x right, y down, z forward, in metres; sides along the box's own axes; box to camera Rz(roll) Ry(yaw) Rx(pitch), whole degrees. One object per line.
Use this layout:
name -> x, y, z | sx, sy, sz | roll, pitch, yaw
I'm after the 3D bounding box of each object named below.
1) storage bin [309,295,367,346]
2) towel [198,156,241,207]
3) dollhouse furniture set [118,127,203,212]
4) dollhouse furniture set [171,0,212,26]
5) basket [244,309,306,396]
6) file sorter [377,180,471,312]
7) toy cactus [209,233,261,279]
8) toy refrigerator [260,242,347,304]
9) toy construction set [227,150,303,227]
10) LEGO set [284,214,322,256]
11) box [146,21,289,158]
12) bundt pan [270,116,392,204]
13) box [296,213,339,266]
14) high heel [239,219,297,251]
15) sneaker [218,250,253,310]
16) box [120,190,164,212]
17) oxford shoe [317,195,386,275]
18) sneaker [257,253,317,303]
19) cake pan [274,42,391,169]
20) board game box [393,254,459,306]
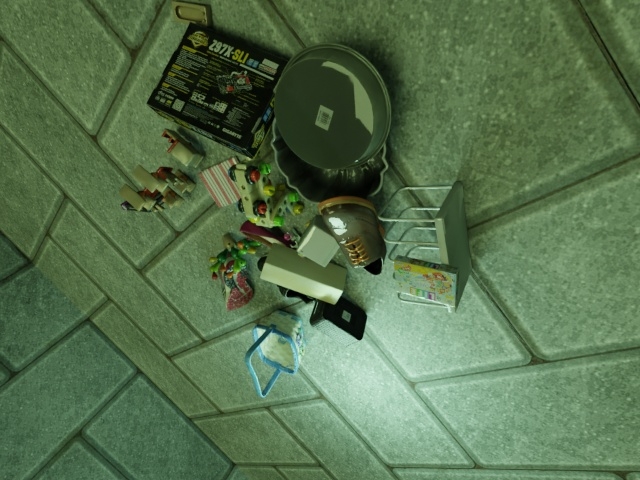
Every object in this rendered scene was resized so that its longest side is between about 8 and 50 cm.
storage bin -> 0.065, 0.275, 1.429 | 0.180, 0.122, 0.084 | 35, 136, -15
towel -> -0.321, -0.200, 1.404 | 0.197, 0.029, 0.144 | -13, 115, 35
dollhouse furniture set -> -0.529, -0.230, 1.374 | 0.135, 0.262, 0.259 | 40, 101, 2
dollhouse furniture set -> -0.380, -0.634, 1.043 | 0.144, 0.123, 0.151 | 20, 131, 19
basket -> -0.183, 0.434, 1.607 | 0.201, 0.289, 0.254 | 16, 133, 28
file sorter -> 0.281, 0.014, 1.074 | 0.173, 0.193, 0.277 | 2, 124, 34
toy cactus -> -0.328, 0.035, 1.498 | 0.180, 0.219, 0.112 | 50, 180, 43
toy refrigerator -> -0.056, 0.114, 1.370 | 0.269, 0.102, 0.094 | 20, 134, -5
toy construction set -> -0.168, -0.176, 1.193 | 0.151, 0.215, 0.327 | -2, 121, 36
LEGO set -> -0.013, -0.038, 1.274 | 0.132, 0.107, 0.287 | 42, 134, -2
box -> -0.261, -0.397, 1.075 | 0.322, 0.257, 0.079 | 26, 176, 12
bundt pan -> 0.041, -0.250, 1.071 | 0.331, 0.124, 0.331 | 17, 131, 21
box -> 0.000, 0.000, 1.190 | 0.102, 0.087, 0.101 | 31, 114, -9
high heel -> -0.167, 0.017, 1.405 | 0.082, 0.117, 0.244 | -30, 104, 42
sneaker -> -0.350, 0.168, 1.651 | 0.112, 0.121, 0.299 | 46, 144, 37
box -> -0.687, -0.154, 1.601 | 0.162, 0.116, 0.029 | 6, 127, 29
oxford shoe -> 0.104, -0.006, 1.083 | 0.130, 0.132, 0.364 | -17, 153, 23
sneaker -> -0.123, 0.137, 1.462 | 0.283, 0.124, 0.107 | 18, 130, 20
cake pan -> 0.015, -0.290, 0.934 | 0.293, 0.054, 0.293 | 16, 130, 20
board game box -> 0.259, 0.098, 0.998 | 0.154, 0.026, 0.103 | 12, 130, 31
